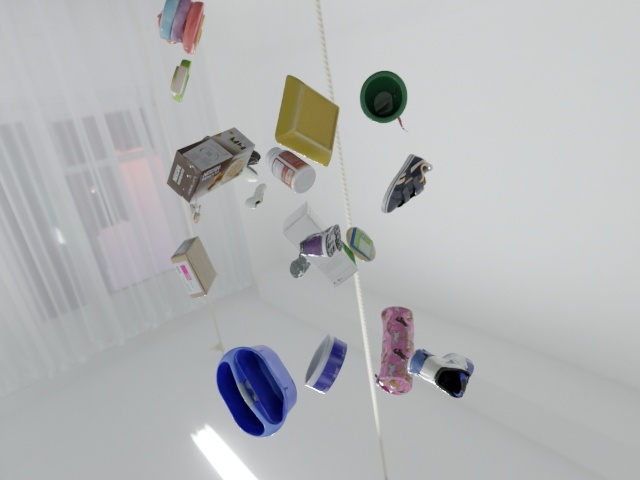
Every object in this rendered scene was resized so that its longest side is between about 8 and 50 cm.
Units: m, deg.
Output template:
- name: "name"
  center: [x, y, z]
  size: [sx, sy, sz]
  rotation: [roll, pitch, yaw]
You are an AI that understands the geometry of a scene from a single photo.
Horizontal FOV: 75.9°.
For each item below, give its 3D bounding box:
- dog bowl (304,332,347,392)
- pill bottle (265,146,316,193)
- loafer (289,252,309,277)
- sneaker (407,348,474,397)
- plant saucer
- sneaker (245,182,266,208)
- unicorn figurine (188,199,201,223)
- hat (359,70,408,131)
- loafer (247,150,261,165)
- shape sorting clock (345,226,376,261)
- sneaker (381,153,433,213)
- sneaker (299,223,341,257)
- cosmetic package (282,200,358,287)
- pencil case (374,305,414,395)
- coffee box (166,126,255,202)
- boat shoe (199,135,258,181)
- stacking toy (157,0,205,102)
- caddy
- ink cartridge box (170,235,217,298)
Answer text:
- name: "dog bowl"
  center: [0.025, 0.587, 1.967]
  size: [0.104, 0.265, 0.265]
  rotation: [27, -158, -3]
- name: "pill bottle"
  center: [-0.127, -0.291, 1.659]
  size: [0.121, 0.121, 0.216]
  rotation: [-23, -130, -34]
- name: "loafer"
  center: [-0.081, 0.114, 2.134]
  size: [0.084, 0.096, 0.267]
  rotation: [-25, 163, -34]
- name: "sneaker"
  center: [0.478, 0.497, 1.490]
  size: [0.315, 0.128, 0.182]
  rotation: [18, -175, -35]
- name: "plant saucer"
  center: [-0.034, -0.554, 1.895]
  size: [0.332, 0.333, 0.080]
  rotation: [19, 166, -40]
- name: "sneaker"
  center: [-0.292, -0.206, 1.948]
  size: [0.061, 0.054, 0.152]
  rotation: [19, -117, 27]
- name: "unicorn figurine"
  center: [-0.556, -0.138, 1.803]
  size: [0.060, 0.111, 0.162]
  rotation: [7, -134, -18]
- name: "hat"
  center: [0.244, -0.518, 1.562]
  size: [0.172, 0.209, 0.183]
  rotation: [-4, -171, 11]
- name: "loafer"
  center: [-0.319, -0.271, 1.449]
  size: [0.219, 0.079, 0.080]
  rotation: [-7, 164, -7]
- name: "shape sorting clock"
  center: [0.209, 0.020, 2.127]
  size: [0.040, 0.206, 0.206]
  rotation: [-34, -177, 36]
- name: "sneaker"
  center: [0.392, -0.245, 1.840]
  size: [0.127, 0.126, 0.321]
  rotation: [26, -105, 22]
- name: "sneaker"
  center: [0.000, 0.000, 1.522]
  size: [0.124, 0.107, 0.283]
  rotation: [-5, -176, 16]
- name: "cosmetic package"
  center: [-0.002, 0.019, 1.903]
  size: [0.155, 0.365, 0.197]
  rotation: [-37, -159, 13]
- name: "pencil case"
  center: [0.340, 0.485, 1.851]
  size: [0.167, 0.160, 0.386]
  rotation: [1, -132, 15]
- name: "coffee box"
  center: [-0.328, -0.234, 1.247]
  size: [0.098, 0.141, 0.246]
  rotation: [41, -139, 5]
- name: "boat shoe"
  center: [-0.434, -0.396, 1.973]
  size: [0.116, 0.319, 0.099]
  rotation: [-38, -151, 56]
- name: "stacking toy"
  center: [-0.436, -0.567, 1.198]
  size: [0.130, 0.280, 0.309]
  rotation: [16, -171, -19]
- name: "caddy"
  center: [-0.246, 0.560, 1.552]
  size: [0.241, 0.341, 0.179]
  rotation: [-38, 166, 14]
- name: "ink cartridge box"
  center: [-0.602, 0.127, 1.972]
  size: [0.088, 0.235, 0.193]
  rotation: [-14, -156, 11]
